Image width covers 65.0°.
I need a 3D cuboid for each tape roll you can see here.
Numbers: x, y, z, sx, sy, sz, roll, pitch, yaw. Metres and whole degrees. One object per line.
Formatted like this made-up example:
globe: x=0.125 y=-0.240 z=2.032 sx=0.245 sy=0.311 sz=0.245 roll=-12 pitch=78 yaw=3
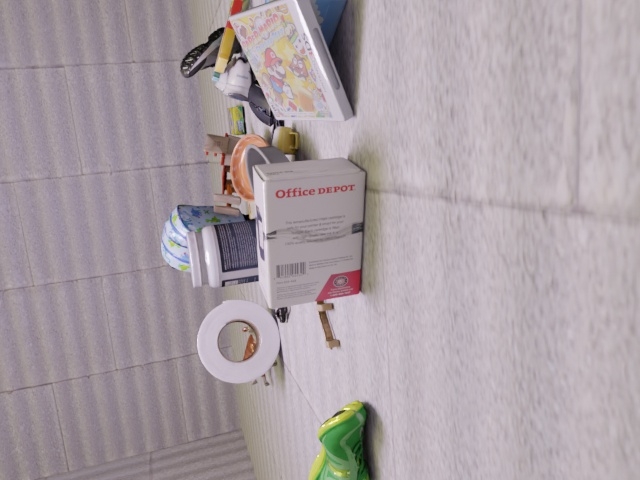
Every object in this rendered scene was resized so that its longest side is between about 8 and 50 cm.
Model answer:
tape roll: x=-0.288 y=0.350 z=1.755 sx=0.100 sy=0.286 sz=0.286 roll=139 pitch=122 yaw=-71

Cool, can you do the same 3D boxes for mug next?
mug: x=-0.081 y=-0.239 z=1.205 sx=0.062 sy=0.078 sz=0.064 roll=-16 pitch=-70 yaw=-74

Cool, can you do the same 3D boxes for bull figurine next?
bull figurine: x=-0.245 y=0.442 z=1.975 sx=0.310 sy=0.101 sz=0.188 roll=103 pitch=152 yaw=-50

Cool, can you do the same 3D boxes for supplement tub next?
supplement tub: x=-0.256 y=0.040 z=1.520 sx=0.191 sy=0.272 sz=0.191 roll=172 pitch=90 yaw=-73

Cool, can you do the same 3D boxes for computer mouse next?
computer mouse: x=-0.154 y=-0.394 z=1.349 sx=0.184 sy=0.060 sz=0.262 roll=97 pitch=158 yaw=-43

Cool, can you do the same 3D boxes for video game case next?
video game case: x=-0.056 y=-0.304 z=0.870 sx=0.227 sy=0.026 sz=0.206 roll=20 pitch=142 yaw=52

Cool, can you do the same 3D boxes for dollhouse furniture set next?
dollhouse furniture set: x=-0.333 y=-0.257 z=1.755 sx=0.259 sy=0.135 sz=0.262 roll=111 pitch=164 yaw=-60

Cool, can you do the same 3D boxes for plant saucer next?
plant saucer: x=-0.196 y=-0.214 z=1.493 sx=0.200 sy=0.037 sz=0.200 roll=5 pitch=97 yaw=45

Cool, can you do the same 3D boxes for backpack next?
backpack: x=-0.398 y=-0.001 z=1.837 sx=0.273 sy=0.355 sz=0.290 roll=100 pitch=157 yaw=-43

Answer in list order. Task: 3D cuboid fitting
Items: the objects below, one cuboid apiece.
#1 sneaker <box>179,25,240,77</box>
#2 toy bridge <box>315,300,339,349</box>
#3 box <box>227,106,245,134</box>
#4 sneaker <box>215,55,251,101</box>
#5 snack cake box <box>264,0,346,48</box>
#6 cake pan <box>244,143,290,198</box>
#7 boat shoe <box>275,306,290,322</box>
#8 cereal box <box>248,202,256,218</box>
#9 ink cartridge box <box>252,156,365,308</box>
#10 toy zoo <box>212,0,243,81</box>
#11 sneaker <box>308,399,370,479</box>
sneaker: x=-0.355 y=-0.611 z=1.669 sx=0.100 sy=0.271 sz=0.108 roll=7 pitch=137 yaw=38
toy bridge: x=0.008 y=0.149 z=1.117 sx=0.063 sy=0.026 sz=0.188 roll=150 pitch=111 yaw=-75
box: x=-0.317 y=-0.452 z=1.905 sx=0.179 sy=0.043 sz=0.105 roll=-149 pitch=53 yaw=-67
sneaker: x=-0.272 y=-0.538 z=1.653 sx=0.297 sy=0.111 sz=0.129 roll=47 pitch=124 yaw=59
snack cake box: x=-0.042 y=-0.405 z=0.917 sx=0.264 sy=0.089 sz=0.152 roll=126 pitch=134 yaw=-67
cake pan: x=-0.094 y=-0.095 z=1.184 sx=0.293 sy=0.054 sz=0.293 roll=55 pitch=160 yaw=31
boat shoe: x=-0.122 y=0.227 z=1.568 sx=0.125 sy=0.038 sz=0.046 roll=113 pitch=145 yaw=-60
cereal box: x=-0.202 y=-0.160 z=1.636 sx=0.240 sy=0.047 sz=0.173 roll=-179 pitch=84 yaw=-73
ink cartridge box: x=-0.021 y=-0.016 z=0.879 sx=0.100 sy=0.172 sz=0.237 roll=-127 pitch=33 yaw=-59
toy zoo: x=-0.282 y=-0.630 z=1.540 sx=0.192 sy=0.030 sz=0.293 roll=-164 pitch=88 yaw=-72
sneaker: x=0.057 y=0.431 z=0.998 sx=0.123 sy=0.109 sz=0.296 roll=35 pitch=133 yaw=33
